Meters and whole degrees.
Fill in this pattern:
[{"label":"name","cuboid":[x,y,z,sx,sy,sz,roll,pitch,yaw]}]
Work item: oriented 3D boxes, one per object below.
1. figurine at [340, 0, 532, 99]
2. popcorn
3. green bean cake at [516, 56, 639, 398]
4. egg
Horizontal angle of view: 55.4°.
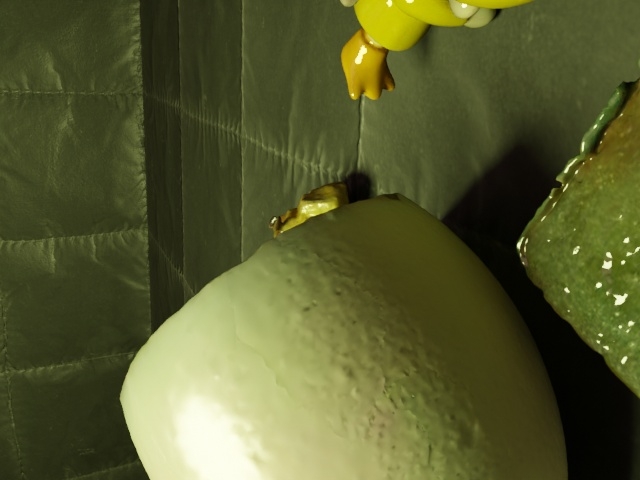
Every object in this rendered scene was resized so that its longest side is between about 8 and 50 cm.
[{"label":"figurine","cuboid":[0.109,-0.257,0.517,0.344,0.187,0.215,141,132,-67]},{"label":"popcorn","cuboid":[0.000,0.000,0.830,0.148,0.152,0.167,-96,28,-48]},{"label":"green bean cake","cuboid":[0.237,-0.002,0.386,0.173,0.094,0.181,58,143,40]},{"label":"egg","cuboid":[0.051,0.186,0.547,0.339,0.355,0.354,52,143,18]}]
